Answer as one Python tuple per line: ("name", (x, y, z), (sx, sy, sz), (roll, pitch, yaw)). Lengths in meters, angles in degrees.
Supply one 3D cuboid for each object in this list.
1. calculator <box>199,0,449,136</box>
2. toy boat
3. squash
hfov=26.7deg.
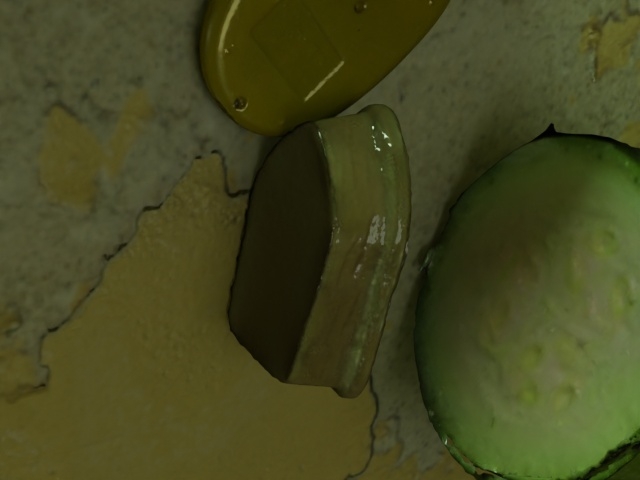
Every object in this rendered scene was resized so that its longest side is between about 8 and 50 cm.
("calculator", (0.018, -0.166, 0.862), (0.235, 0.032, 0.146), (-47, 131, -8))
("toy boat", (0.000, 0.000, 0.873), (0.061, 0.116, 0.188), (3, 111, -30))
("squash", (0.276, 0.094, 1.029), (0.384, 0.263, 0.263), (20, 98, -40))
